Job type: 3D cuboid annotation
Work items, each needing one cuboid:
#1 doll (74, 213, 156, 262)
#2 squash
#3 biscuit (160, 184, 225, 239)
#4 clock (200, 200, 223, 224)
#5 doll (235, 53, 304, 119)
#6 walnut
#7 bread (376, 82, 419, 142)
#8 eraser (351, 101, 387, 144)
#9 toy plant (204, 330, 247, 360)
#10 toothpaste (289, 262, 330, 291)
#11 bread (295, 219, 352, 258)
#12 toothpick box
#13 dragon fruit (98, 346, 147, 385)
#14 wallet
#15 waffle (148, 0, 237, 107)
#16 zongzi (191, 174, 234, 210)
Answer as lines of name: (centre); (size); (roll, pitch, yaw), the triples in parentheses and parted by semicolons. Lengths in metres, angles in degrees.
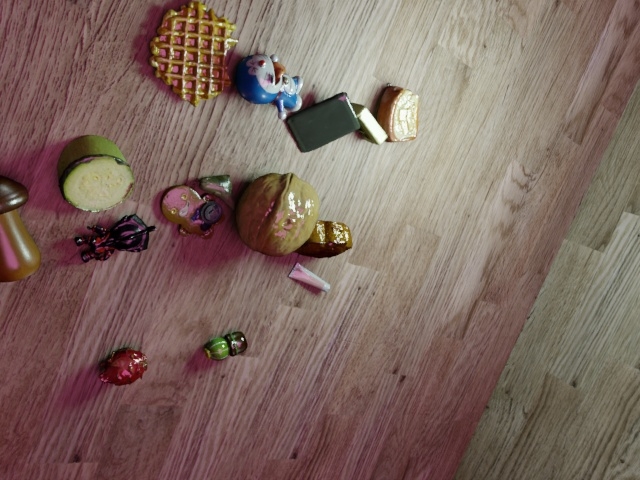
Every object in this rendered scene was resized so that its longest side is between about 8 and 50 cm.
doll: (-0.662, -0.010, 1.695); (0.249, 0.088, 0.127); (-22, 140, -14)
squash: (-0.696, -0.197, 1.599); (0.220, 0.133, 0.220); (-22, 135, -24)
biscuit: (-0.451, -0.099, 1.821); (0.236, 0.039, 0.179); (35, 89, -35)
clock: (-0.385, -0.098, 1.831); (0.085, 0.017, 0.085); (-14, 113, -37)
doll: (-0.165, -0.527, 1.762); (0.257, 0.161, 0.215); (3, 79, -45)
walnut: (-0.155, -0.097, 1.873); (0.312, 0.277, 0.252); (-68, 158, 2)
bread: (0.313, -0.508, 2.098); (0.190, 0.123, 0.244); (-19, 117, -28)
eraser: (0.175, -0.457, 2.033); (0.058, 0.117, 0.172); (-48, 126, -3)
toy plant: (-0.373, 0.418, 2.037); (0.162, 0.093, 0.092); (-16, 116, -28)
toothpaste: (-0.043, 0.163, 2.186); (0.194, 0.043, 0.067); (32, 92, -31)
bread: (0.013, 0.000, 2.043); (0.247, 0.232, 0.135); (11, 76, -44)
toothpick box: (-0.903, -0.038, 1.463); (0.192, 0.192, 0.294); (-19, 123, -26)
dragon fruit: (-0.693, 0.449, 1.827); (0.166, 0.133, 0.136); (-28, 79, -22)
wallet: (0.011, -0.439, 1.937); (0.245, 0.052, 0.168); (-23, 126, 7)
waffle: (-0.391, -0.591, 1.652); (0.282, 0.058, 0.300); (25, 93, -37)
zongzi: (-0.374, -0.158, 1.808); (0.154, 0.062, 0.130); (-13, 99, -36)
